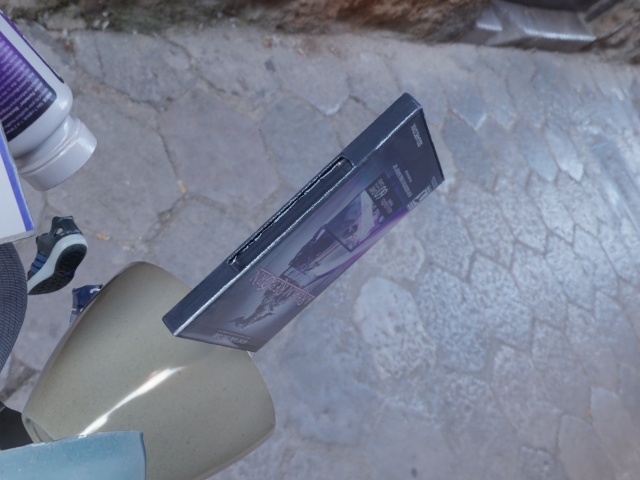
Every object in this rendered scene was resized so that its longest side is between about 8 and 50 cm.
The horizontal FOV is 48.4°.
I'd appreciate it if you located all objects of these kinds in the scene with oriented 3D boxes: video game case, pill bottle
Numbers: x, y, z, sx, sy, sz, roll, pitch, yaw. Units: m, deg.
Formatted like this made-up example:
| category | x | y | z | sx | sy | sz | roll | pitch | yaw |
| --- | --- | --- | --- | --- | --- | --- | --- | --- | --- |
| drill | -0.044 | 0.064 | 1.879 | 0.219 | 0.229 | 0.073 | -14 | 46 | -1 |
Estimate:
| category | x | y | z | sx | sy | sz | roll | pitch | yaw |
| --- | --- | --- | --- | --- | --- | --- | --- | --- | --- |
| video game case | 0.000 | 0.000 | 0.666 | 0.026 | 0.274 | 0.196 | 47 | 3 | 20 |
| pill bottle | -0.304 | -0.141 | 0.665 | 0.193 | 0.108 | 0.108 | 53 | 35 | -34 |

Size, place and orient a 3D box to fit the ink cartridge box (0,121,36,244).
| category | x | y | z | sx | sy | sz | roll | pitch | yaw |
| --- | --- | --- | --- | --- | --- | --- | --- | --- | --- |
| ink cartridge box | -0.353 | -0.099 | 0.368 | 0.307 | 0.072 | 0.304 | -21 | 97 | -38 |

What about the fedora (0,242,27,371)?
| category | x | y | z | sx | sy | sz | roll | pitch | yaw |
| --- | --- | --- | --- | --- | --- | --- | --- | --- | --- |
| fedora | -0.411 | 0.095 | 0.661 | 0.124 | 0.244 | 0.275 | 12 | 56 | 11 |

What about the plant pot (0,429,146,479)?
| category | x | y | z | sx | sy | sz | roll | pitch | yaw |
| --- | --- | --- | --- | --- | --- | --- | --- | --- | --- |
| plant pot | -0.208 | 0.230 | 0.336 | 0.293 | 0.293 | 0.196 | -1 | 68 | -47 |

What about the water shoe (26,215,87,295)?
| category | x | y | z | sx | sy | sz | roll | pitch | yaw |
| --- | --- | --- | --- | --- | --- | --- | --- | --- | --- |
| water shoe | -0.470 | 0.027 | 1.258 | 0.073 | 0.203 | 0.080 | -3 | 63 | -47 |

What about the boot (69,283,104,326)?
| category | x | y | z | sx | sy | sz | roll | pitch | yaw |
| --- | --- | --- | --- | --- | --- | --- | --- | --- | --- |
| boot | -0.380 | 0.116 | 1.240 | 0.069 | 0.190 | 0.086 | 4 | 80 | -51 |

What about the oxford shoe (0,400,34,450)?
| category | x | y | z | sx | sy | sz | roll | pitch | yaw |
| --- | --- | --- | --- | --- | --- | --- | --- | --- | --- |
| oxford shoe | -0.638 | 0.396 | 1.470 | 0.076 | 0.212 | 0.076 | -40 | 139 | -30 |

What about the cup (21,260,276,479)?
| category | x | y | z | sx | sy | sz | roll | pitch | yaw |
| --- | --- | --- | --- | --- | --- | --- | --- | --- | --- |
| cup | -0.263 | 0.229 | 0.990 | 0.237 | 0.331 | 0.331 | -38 | 94 | -33 |
